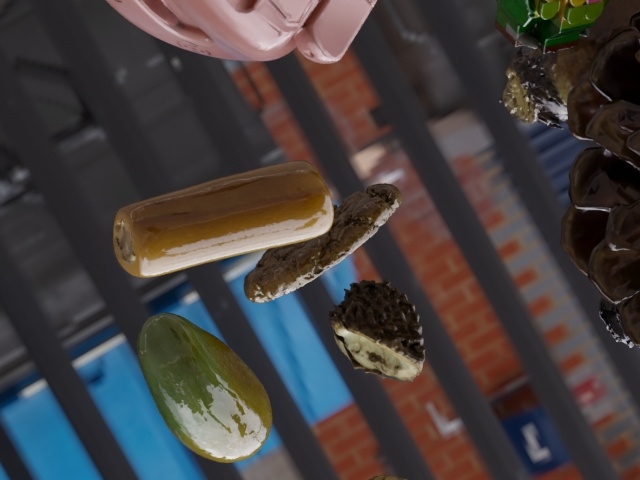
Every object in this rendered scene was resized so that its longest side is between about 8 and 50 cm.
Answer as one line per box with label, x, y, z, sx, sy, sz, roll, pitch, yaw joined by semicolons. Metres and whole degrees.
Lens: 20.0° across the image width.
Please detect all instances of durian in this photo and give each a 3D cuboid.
durian;0.041;0.064;1.342;0.052;0.066;0.130;-41;-154;-18

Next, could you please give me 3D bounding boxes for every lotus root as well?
lotus root;0.349;-0.222;2.022;0.314;0.169;0.141;-28;-151;0

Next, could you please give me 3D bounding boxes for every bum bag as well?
bum bag;0.309;0.078;1.855;0.034;0.057;0.124;-16;170;16

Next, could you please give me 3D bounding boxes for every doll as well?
doll;0.213;-0.256;1.640;0.106;0.134;0.186;-13;161;-22

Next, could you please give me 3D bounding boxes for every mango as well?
mango;-0.113;0.139;1.726;0.092;0.194;0.130;-26;-140;8

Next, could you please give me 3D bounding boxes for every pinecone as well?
pinecone;0.399;-0.048;1.653;0.398;0.397;0.398;-30;-177;2

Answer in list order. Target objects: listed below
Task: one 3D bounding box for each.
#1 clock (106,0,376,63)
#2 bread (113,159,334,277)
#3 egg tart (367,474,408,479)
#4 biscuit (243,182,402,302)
clock;-0.104;-0.230;1.444;0.241;0.227;0.142;2;-127;48
bread;-0.105;-0.025;1.952;0.239;0.092;0.074;-15;158;-16
egg tart;0.128;0.298;1.400;0.115;0.290;0.290;-29;-178;-27
biscuit;0.000;0.000;2.184;0.226;0.042;0.226;-33;-172;6
